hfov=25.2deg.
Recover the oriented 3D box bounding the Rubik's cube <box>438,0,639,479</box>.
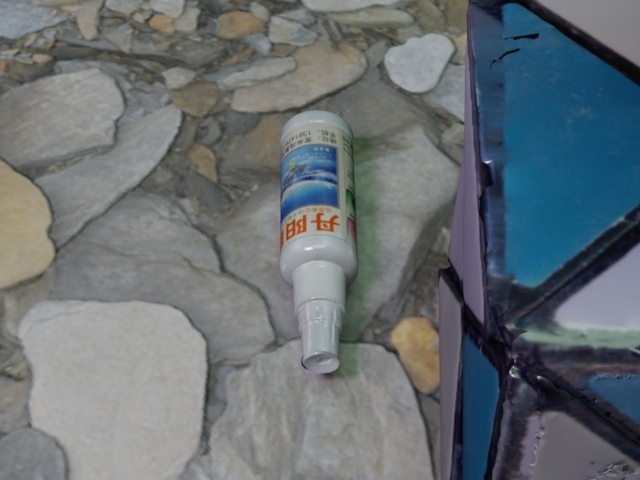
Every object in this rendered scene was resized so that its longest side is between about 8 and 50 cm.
[{"bbox_3d":[0.227,0.046,0.862,0.307,0.305,0.310,4,51,-1],"label":"Rubik's cube"}]

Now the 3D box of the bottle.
[{"bbox_3d":[0.000,0.000,1.039,0.060,0.060,0.217,1,51,-4],"label":"bottle"}]
